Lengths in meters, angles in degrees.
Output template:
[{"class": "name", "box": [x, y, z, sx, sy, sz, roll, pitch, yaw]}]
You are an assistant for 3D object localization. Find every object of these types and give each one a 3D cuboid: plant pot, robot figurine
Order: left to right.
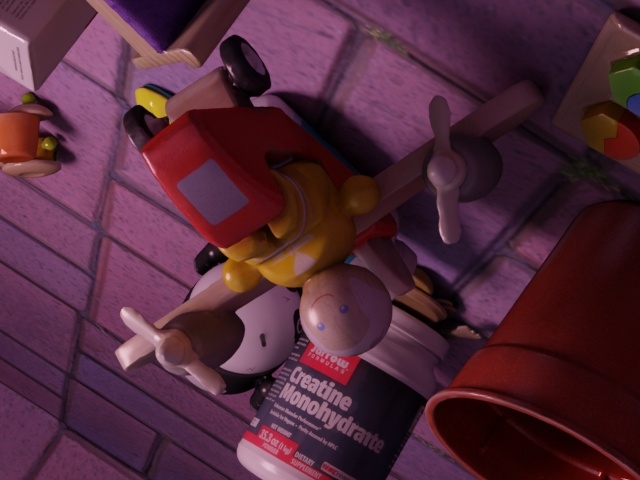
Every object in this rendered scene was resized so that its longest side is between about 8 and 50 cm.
[{"class": "robot figurine", "box": [-0.120, 0.126, 2.161, 0.209, 0.174, 0.278, 31, 158, -4]}, {"class": "plant pot", "box": [0.285, 0.122, 1.478, 0.272, 0.265, 0.272, 28, 158, 12]}]

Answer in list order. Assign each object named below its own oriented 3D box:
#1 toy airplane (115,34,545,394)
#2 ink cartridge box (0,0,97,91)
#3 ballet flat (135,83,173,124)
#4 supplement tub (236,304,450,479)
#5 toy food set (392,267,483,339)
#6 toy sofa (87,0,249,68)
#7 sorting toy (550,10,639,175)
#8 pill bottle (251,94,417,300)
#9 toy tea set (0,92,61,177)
[{"class": "toy airplane", "box": [0.000, 0.000, 1.446, 0.386, 0.384, 0.272, 110, 143, -52]}, {"class": "ink cartridge box", "box": [-0.350, -0.312, 1.523, 0.272, 0.197, 0.114, 31, 158, 5]}, {"class": "ballet flat", "box": [-0.148, -0.099, 1.852, 0.231, 0.077, 0.077, 37, 158, -10]}, {"class": "supplement tub", "box": [0.031, 0.214, 1.953, 0.191, 0.272, 0.191, 29, 172, 4]}, {"class": "toy food set", "box": [0.112, 0.063, 1.903, 0.192, 0.039, 0.132, 32, 166, -15]}, {"class": "toy sofa", "box": [-0.201, -0.329, 1.353, 0.362, 0.150, 0.177, 45, 156, -27]}, {"class": "sorting toy", "box": [0.306, -0.096, 1.301, 0.193, 0.038, 0.208, 30, 158, 6]}, {"class": "pill bottle", "box": [-0.011, -0.033, 1.713, 0.264, 0.146, 0.146, 42, 156, -20]}, {"class": "toy tea set", "box": [-0.494, -0.152, 2.172, 0.336, 0.124, 0.200, -10, 170, 35]}]
